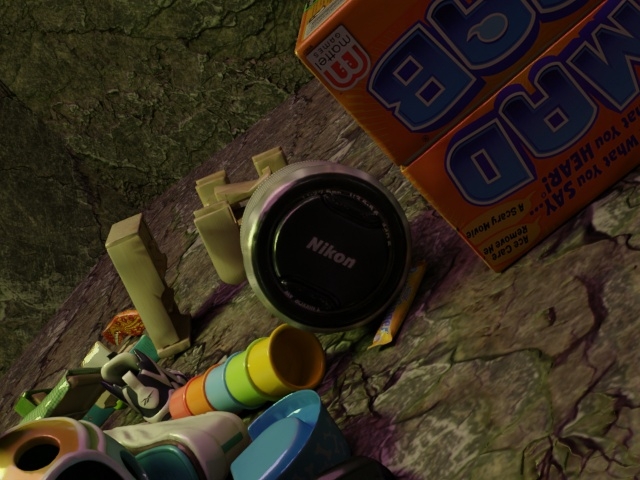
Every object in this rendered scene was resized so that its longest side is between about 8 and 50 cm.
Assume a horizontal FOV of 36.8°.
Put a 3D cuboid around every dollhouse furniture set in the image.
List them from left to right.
[{"bbox_3d":[-0.470,0.272,1.703,0.198,0.151,0.301,-54,-15,5],"label":"dollhouse furniture set"},{"bbox_3d":[-0.189,0.025,1.922,0.394,0.257,0.362,-23,17,-1],"label":"dollhouse furniture set"}]

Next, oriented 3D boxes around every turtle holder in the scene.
[{"bbox_3d":[-0.327,0.313,1.191,0.243,0.320,0.227,-12,-13,-36],"label":"turtle holder"}]

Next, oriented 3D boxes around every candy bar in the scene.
[{"bbox_3d":[0.104,0.084,1.256,0.040,0.018,0.161,-29,23,44],"label":"candy bar"}]

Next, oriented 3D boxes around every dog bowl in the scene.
[{"bbox_3d":[-0.084,0.300,1.069,0.297,0.074,0.166,-46,15,-3],"label":"dog bowl"}]

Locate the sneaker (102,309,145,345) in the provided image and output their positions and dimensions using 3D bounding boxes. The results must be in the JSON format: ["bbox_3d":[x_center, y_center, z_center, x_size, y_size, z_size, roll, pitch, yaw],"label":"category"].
[{"bbox_3d":[-0.403,0.168,2.015,0.175,0.064,0.067,-24,27,52],"label":"sneaker"}]

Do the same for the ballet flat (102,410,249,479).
[{"bbox_3d":[-0.235,0.311,1.372,0.400,0.139,0.139,-20,28,48],"label":"ballet flat"}]

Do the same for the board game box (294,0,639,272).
[{"bbox_3d":[0.222,-0.255,1.195,0.356,0.356,0.356,-40,16,16],"label":"board game box"}]

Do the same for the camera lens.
[{"bbox_3d":[0.000,0.000,1.330,0.219,0.219,0.274,-44,9,1],"label":"camera lens"}]

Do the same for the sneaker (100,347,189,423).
[{"bbox_3d":[-0.310,0.236,1.662,0.094,0.153,0.235,-42,16,1],"label":"sneaker"}]

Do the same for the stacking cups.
[{"bbox_3d":[-0.125,0.202,1.380,0.316,0.096,0.096,-27,23,46],"label":"stacking cups"}]

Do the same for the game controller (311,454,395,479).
[{"bbox_3d":[0.000,0.267,0.839,0.166,0.067,0.319,-22,1,-1],"label":"game controller"}]

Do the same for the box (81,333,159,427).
[{"bbox_3d":[-0.435,0.301,1.989,0.244,0.060,0.100,-50,16,-18],"label":"box"}]
